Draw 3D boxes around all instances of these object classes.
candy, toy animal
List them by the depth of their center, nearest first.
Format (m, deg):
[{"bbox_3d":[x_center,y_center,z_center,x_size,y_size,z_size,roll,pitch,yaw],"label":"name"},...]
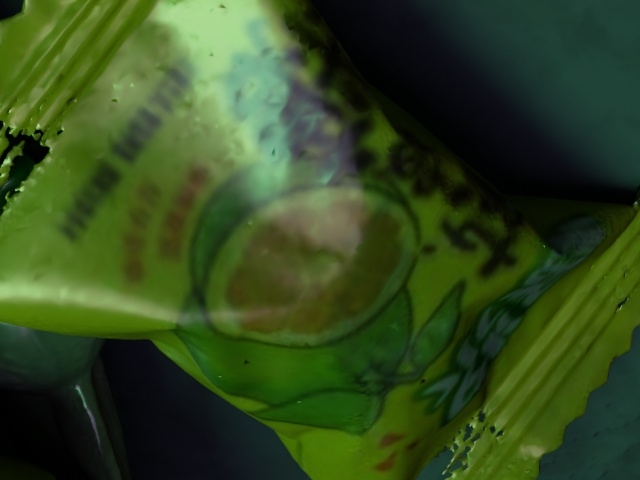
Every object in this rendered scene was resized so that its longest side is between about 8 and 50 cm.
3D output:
[{"bbox_3d":[0.000,0.000,0.688,0.297,0.081,0.187,35,95,-31],"label":"candy"},{"bbox_3d":[-0.137,-0.001,0.722,0.138,0.108,0.236,7,150,34],"label":"toy animal"}]

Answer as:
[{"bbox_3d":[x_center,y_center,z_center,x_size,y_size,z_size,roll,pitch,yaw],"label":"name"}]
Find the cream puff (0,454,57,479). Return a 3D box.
[{"bbox_3d":[-0.257,0.174,0.722,0.378,0.275,0.378,-19,145,-14],"label":"cream puff"}]
